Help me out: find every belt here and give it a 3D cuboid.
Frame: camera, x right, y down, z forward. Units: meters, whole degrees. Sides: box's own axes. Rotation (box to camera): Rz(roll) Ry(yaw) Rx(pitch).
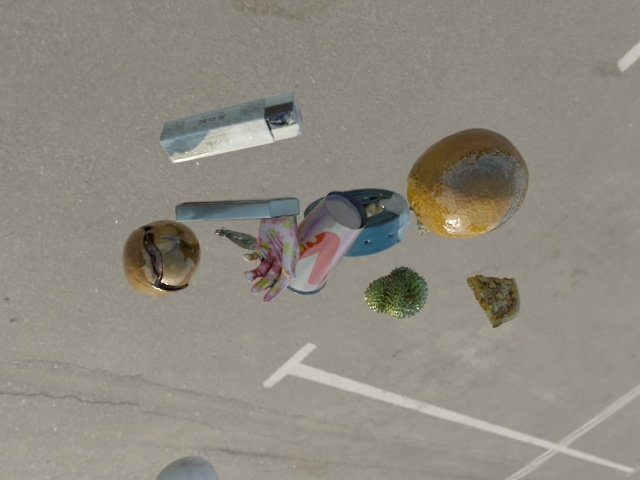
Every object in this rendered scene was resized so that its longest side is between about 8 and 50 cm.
[{"bbox_3d":[0.151,-0.075,2.024,0.438,0.300,0.172,-14,128,-6],"label":"belt"}]

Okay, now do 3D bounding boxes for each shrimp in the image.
[{"bbox_3d":[-0.320,-0.006,1.910,0.191,0.101,0.042,20,115,-10],"label":"shrimp"}]

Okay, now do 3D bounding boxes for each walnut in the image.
[{"bbox_3d":[-0.453,0.060,1.377,0.209,0.208,0.336,1,164,-28],"label":"walnut"}]

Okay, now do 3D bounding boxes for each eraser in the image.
[{"bbox_3d":[-0.256,-0.321,1.406,0.405,0.098,0.096,-10,141,12],"label":"eraser"}]

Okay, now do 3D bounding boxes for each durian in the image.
[{"bbox_3d":[0.346,0.242,2.168,0.291,0.291,0.224,-26,96,-4],"label":"durian"}]

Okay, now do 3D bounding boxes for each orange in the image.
[{"bbox_3d":[0.321,-0.125,1.103,0.265,0.264,0.264,-15,134,-16],"label":"orange"}]

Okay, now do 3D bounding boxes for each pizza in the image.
[{"bbox_3d":[0.388,0.117,1.086,0.178,0.131,0.041,-29,158,-45],"label":"pizza"}]

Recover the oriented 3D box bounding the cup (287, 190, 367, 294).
[{"bbox_3d":[0.000,0.000,1.393,0.203,0.202,0.288,7,141,-32],"label":"cup"}]

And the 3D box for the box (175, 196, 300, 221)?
[{"bbox_3d":[-0.137,-0.052,0.826,0.178,0.115,0.035,-1,96,21],"label":"box"}]

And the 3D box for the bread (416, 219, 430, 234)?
[{"bbox_3d":[0.333,-0.072,1.341,0.136,0.154,0.054,14,148,1],"label":"bread"}]

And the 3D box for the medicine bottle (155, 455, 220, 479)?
[{"bbox_3d":[-0.219,0.580,0.921,0.131,0.340,0.130,-18,179,0],"label":"medicine bottle"}]

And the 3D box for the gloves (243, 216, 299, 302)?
[{"bbox_3d":[-0.115,0.043,1.261,0.145,0.240,0.126,3,169,13],"label":"gloves"}]
